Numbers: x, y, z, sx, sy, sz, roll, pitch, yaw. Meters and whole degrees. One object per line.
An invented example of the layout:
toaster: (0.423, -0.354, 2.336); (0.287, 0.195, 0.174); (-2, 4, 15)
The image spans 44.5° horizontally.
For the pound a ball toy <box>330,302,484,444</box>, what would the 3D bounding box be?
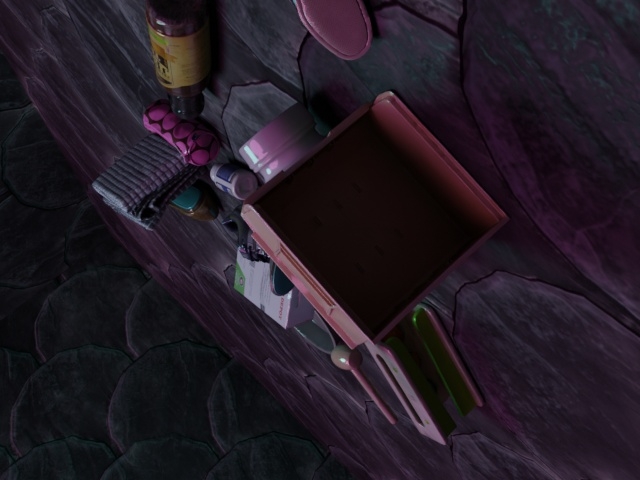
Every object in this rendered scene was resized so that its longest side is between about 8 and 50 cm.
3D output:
pound a ball toy: (0.156, 0.262, 1.531); (0.135, 0.208, 0.319); (16, 143, 58)

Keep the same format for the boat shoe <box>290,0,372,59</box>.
boat shoe: (-0.010, -0.337, 0.999); (0.233, 0.084, 0.079); (49, -159, -19)

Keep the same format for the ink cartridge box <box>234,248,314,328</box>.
ink cartridge box: (-0.105, 0.086, 1.871); (0.219, 0.092, 0.160); (33, 125, 39)

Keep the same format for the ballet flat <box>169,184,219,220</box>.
ballet flat: (-0.398, -0.134, 2.222); (0.342, 0.116, 0.124); (26, 170, 42)

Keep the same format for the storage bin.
storage bin: (0.067, -0.031, 1.087); (0.260, 0.262, 0.123); (48, 164, 4)

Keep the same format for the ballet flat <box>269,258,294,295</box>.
ballet flat: (-0.066, 0.008, 1.620); (0.072, 0.213, 0.068); (10, -171, -29)

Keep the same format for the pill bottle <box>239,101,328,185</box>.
pill bottle: (0.014, -0.061, 1.282); (0.319, 0.176, 0.176); (51, 161, -6)

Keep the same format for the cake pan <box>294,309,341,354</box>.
cake pan: (-0.043, 0.172, 2.049); (0.293, 0.054, 0.293); (43, 160, 20)

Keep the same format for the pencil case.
pencil case: (-0.329, -0.252, 1.816); (0.209, 0.098, 0.095); (36, 157, 37)

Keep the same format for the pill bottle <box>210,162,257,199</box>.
pill bottle: (-0.201, -0.140, 1.787); (0.120, 0.067, 0.067); (28, 152, 47)

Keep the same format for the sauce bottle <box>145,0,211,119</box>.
sauce bottle: (-0.258, -0.340, 1.463); (0.111, 0.111, 0.344); (45, 160, 13)

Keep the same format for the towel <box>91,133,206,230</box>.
towel: (-0.448, -0.158, 2.057); (0.283, 0.235, 0.121); (25, 153, 53)

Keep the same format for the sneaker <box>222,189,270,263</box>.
sneaker: (-0.112, 0.017, 1.740); (0.300, 0.121, 0.111); (50, 173, 38)
